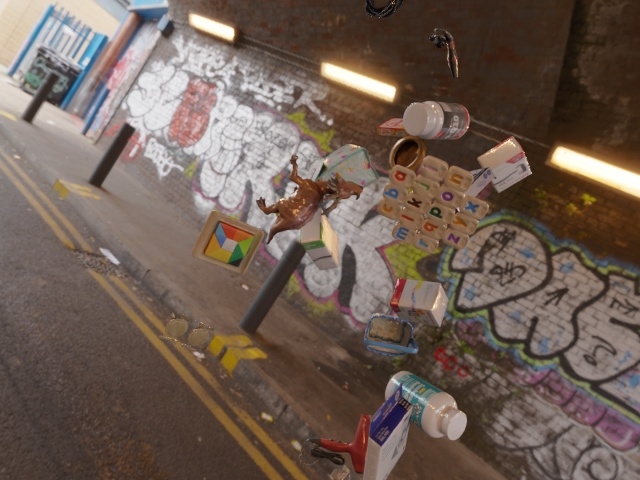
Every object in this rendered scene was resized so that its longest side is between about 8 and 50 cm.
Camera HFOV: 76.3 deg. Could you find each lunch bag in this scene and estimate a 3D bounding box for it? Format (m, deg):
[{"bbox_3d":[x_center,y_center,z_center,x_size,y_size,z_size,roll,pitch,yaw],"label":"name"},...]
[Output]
[{"bbox_3d":[0.051,-0.239,1.516,0.160,0.262,0.223,61,0,-20],"label":"lunch bag"}]

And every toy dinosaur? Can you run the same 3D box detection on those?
[{"bbox_3d":[-0.043,-0.094,1.103,0.200,0.296,0.127,39,-4,33],"label":"toy dinosaur"}]

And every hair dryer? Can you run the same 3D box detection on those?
[{"bbox_3d":[0.084,0.734,1.434,0.223,0.293,0.080,44,-9,16],"label":"hair dryer"}]

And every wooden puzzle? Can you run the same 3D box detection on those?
[{"bbox_3d":[-0.383,0.015,1.696,0.238,0.221,0.044,24,14,-21],"label":"wooden puzzle"}]

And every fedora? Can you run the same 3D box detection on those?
[{"bbox_3d":[0.414,-0.388,1.889,0.079,0.194,0.194,19,11,-48],"label":"fedora"}]

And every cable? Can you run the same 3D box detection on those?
[{"bbox_3d":[0.199,-0.722,1.155,0.047,0.184,0.150,53,19,20],"label":"cable"}]

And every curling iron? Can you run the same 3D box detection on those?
[{"bbox_3d":[0.400,-0.577,1.267,0.068,0.035,0.274,40,15,26],"label":"curling iron"}]

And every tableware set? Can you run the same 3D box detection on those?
[{"bbox_3d":[-0.539,0.365,1.645,0.194,0.128,0.039,40,1,-41],"label":"tableware set"}]

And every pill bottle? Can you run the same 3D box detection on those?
[{"bbox_3d":[0.353,0.557,1.372,0.146,0.146,0.264,32,-10,-33],"label":"pill bottle"},{"bbox_3d":[0.510,-0.528,1.799,0.283,0.161,0.161,-10,30,-36],"label":"pill bottle"}]

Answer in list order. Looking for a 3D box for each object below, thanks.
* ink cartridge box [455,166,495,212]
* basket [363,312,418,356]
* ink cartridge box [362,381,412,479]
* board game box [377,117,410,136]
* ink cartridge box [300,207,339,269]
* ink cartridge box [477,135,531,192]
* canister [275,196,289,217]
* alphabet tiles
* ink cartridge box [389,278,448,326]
[{"bbox_3d":[0.513,-0.176,1.443,0.046,0.207,0.097,52,-17,-13],"label":"ink cartridge box"},{"bbox_3d":[0.345,0.479,2.032,0.254,0.201,0.289,12,4,6],"label":"basket"},{"bbox_3d":[0.194,0.548,1.142,0.045,0.224,0.223,13,18,31],"label":"ink cartridge box"},{"bbox_3d":[0.402,-0.562,2.028,0.193,0.146,0.045,15,-51,36],"label":"board game box"},{"bbox_3d":[0.000,0.000,1.663,0.219,0.092,0.160,59,25,-50],"label":"ink cartridge box"},{"bbox_3d":[0.768,-0.309,1.698,0.217,0.158,0.092,25,38,-53],"label":"ink cartridge box"},{"bbox_3d":[-0.106,-0.154,1.763,0.126,0.169,0.073,-76,152,-67],"label":"canister"},{"bbox_3d":[0.309,-0.093,1.154,0.277,0.284,0.021,24,40,10],"label":"alphabet tiles"},{"bbox_3d":[0.387,0.241,1.593,0.176,0.127,0.128,2,-37,38],"label":"ink cartridge box"}]
